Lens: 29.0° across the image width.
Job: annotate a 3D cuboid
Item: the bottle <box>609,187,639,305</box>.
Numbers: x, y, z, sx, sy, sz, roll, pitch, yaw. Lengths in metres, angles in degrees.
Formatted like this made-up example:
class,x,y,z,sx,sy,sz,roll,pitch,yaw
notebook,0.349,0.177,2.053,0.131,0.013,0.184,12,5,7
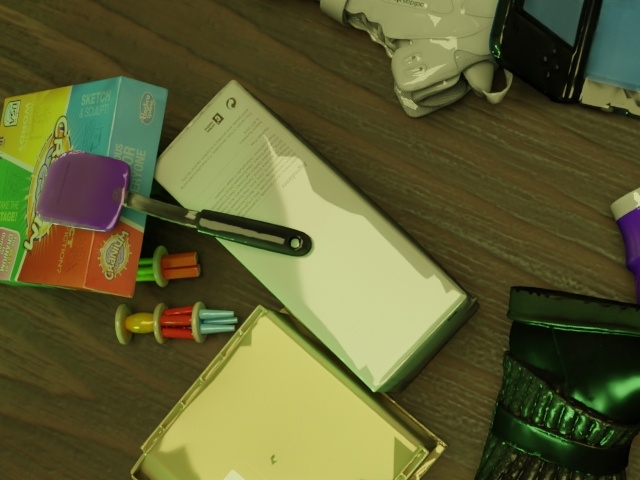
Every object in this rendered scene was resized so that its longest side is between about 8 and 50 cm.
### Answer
class,x,y,z,sx,sy,sz,roll,pitch,yaw
bottle,0.419,0.071,1.390,0.118,0.092,0.282,-29,77,13

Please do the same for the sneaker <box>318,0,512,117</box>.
class,x,y,z,sx,sy,sz,roll,pitch,yaw
sneaker,0.067,-0.269,1.487,0.366,0.137,0.210,4,80,9

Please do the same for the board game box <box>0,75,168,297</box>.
class,x,y,z,sx,sy,sz,roll,pitch,yaw
board game box,-0.306,-0.062,1.481,0.316,0.064,0.242,1,80,52

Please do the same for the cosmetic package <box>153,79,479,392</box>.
class,x,y,z,sx,sy,sz,roll,pitch,yaw
cosmetic package,0.000,0.000,1.437,0.155,0.197,0.365,-46,75,3

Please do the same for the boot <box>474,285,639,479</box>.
class,x,y,z,sx,sy,sz,roll,pitch,yaw
boot,0.329,0.199,1.316,0.348,0.131,0.260,10,93,45

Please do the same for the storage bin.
class,x,y,z,sx,sy,sz,roll,pitch,yaw
storage bin,-0.040,0.254,1.447,0.262,0.123,0.260,40,92,14

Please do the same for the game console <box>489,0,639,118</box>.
class,x,y,z,sx,sy,sz,roll,pitch,yaw
game console,0.351,-0.305,1.423,0.173,0.250,0.293,10,83,40

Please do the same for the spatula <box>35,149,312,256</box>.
class,x,y,z,sx,sy,sz,roll,pitch,yaw
spatula,-0.153,-0.029,1.328,0.296,0.030,0.084,14,82,-5

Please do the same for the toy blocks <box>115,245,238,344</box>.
class,x,y,z,sx,sy,sz,roll,pitch,yaw
toy blocks,-0.177,0.067,1.536,0.148,0.054,0.123,-2,82,12
